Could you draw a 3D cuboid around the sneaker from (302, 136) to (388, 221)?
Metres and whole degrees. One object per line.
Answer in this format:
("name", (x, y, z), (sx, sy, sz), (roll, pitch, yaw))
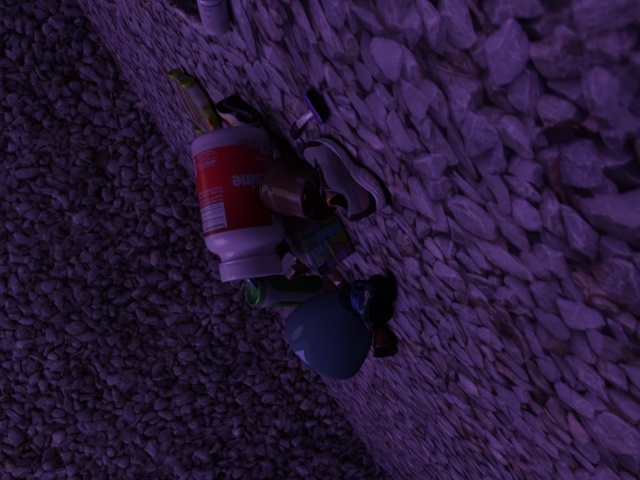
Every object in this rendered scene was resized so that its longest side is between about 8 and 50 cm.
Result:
("sneaker", (0.031, -0.141, 1.273), (0.271, 0.108, 0.100), (46, 164, 37))

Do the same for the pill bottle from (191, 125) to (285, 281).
("pill bottle", (-0.224, -0.095, 1.602), (0.229, 0.229, 0.407), (156, 105, -75))

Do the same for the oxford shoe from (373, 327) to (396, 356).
("oxford shoe", (0.207, 0.338, 1.867), (0.212, 0.076, 0.076), (81, -179, -63))

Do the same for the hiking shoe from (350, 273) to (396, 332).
("hiking shoe", (0.129, 0.161, 1.600), (0.132, 0.113, 0.304), (49, 164, 23))

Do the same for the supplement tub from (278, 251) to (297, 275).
("supplement tub", (-0.213, 0.114, 2.429), (0.191, 0.191, 0.272), (58, 165, -9))

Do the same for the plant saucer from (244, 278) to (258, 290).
("plant saucer", (-0.243, 0.116, 1.872), (0.119, 0.021, 0.119), (41, 165, 13))

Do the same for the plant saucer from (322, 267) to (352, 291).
("plant saucer", (0.061, 0.168, 1.987), (0.198, 0.036, 0.198), (49, 164, 20))

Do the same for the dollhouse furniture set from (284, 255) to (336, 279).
("dollhouse furniture set", (-0.023, 0.103, 1.898), (0.123, 0.144, 0.151), (50, 128, 19))

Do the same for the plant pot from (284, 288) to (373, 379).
("plant pot", (0.058, 0.270, 1.827), (0.290, 0.290, 0.195), (49, 120, 24))

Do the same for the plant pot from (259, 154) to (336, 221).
("plant pot", (-0.046, -0.126, 1.468), (0.165, 0.167, 0.167), (26, 147, 50))

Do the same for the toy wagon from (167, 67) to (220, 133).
("toy wagon", (-0.450, -0.491, 2.123), (0.344, 0.068, 0.267), (40, 159, 44))

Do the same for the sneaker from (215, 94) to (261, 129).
("sneaker", (-0.247, -0.366, 1.720), (0.208, 0.081, 0.094), (43, 163, 38))

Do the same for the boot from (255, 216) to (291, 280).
("boot", (-0.173, -0.027, 1.857), (0.131, 0.260, 0.348), (45, 162, 34))

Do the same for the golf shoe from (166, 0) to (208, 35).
("golf shoe", (-0.362, -0.624, 1.563), (0.176, 0.069, 0.086), (49, 170, 28))

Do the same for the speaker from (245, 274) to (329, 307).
("speaker", (-0.117, 0.184, 2.071), (0.131, 0.296, 0.131), (-8, 80, 55))

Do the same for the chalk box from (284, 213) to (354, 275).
("chalk box", (0.000, 0.000, 1.633), (0.213, 0.132, 0.132), (33, 152, 54))

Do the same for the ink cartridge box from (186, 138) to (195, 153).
("ink cartridge box", (-0.419, -0.299, 2.342), (0.273, 0.114, 0.197), (62, 165, -26))

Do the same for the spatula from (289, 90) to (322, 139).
("spatula", (-0.043, -0.283, 1.348), (0.084, 0.030, 0.296), (58, 166, -4))

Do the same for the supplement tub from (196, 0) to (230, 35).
("supplement tub", (-0.258, -0.556, 1.363), (0.071, 0.071, 0.107), (51, 165, 19))
